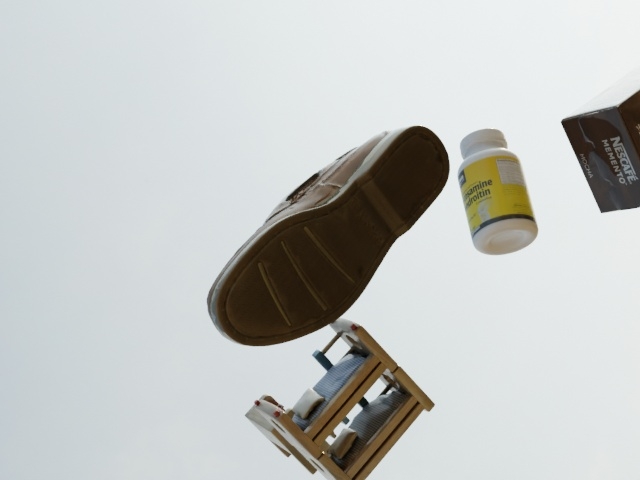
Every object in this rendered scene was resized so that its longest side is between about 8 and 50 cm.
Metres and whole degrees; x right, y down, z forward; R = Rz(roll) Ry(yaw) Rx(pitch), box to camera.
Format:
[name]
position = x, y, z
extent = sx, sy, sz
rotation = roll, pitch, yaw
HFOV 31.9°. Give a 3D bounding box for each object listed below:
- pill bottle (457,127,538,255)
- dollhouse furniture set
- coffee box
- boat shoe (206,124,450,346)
[pill bottle]
position = 0.269, -0.077, 1.732
extent = 0.103, 0.103, 0.184
rotation = 29, -136, -49
[dollhouse furniture set]
position = -0.001, 0.164, 1.197
extent = 0.129, 0.183, 0.129
rotation = -47, -70, -14
[coffee box]
position = 0.535, -0.186, 1.767
extent = 0.297, 0.118, 0.168
rotation = -35, -76, -34
[boat shoe]
position = 0.000, 0.000, 1.100
extent = 0.307, 0.104, 0.111
rotation = -38, -72, -29
